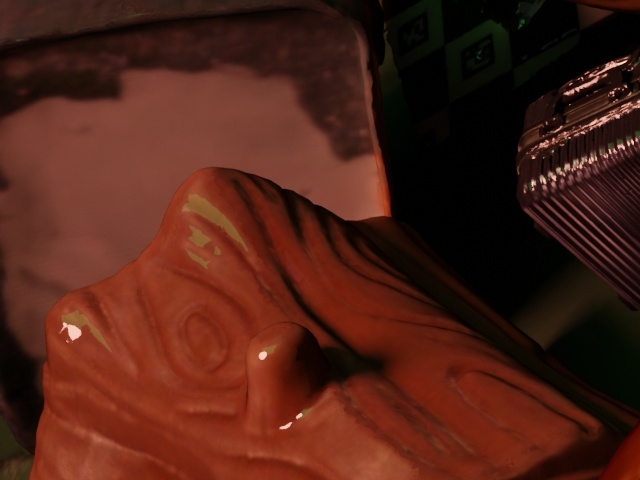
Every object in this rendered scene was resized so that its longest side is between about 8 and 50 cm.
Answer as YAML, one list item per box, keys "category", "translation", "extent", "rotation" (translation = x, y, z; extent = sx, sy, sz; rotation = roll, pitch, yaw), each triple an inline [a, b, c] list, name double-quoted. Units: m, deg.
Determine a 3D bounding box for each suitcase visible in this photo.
- category: "suitcase"
  translation: [0.138, -0.016, 0.717]
  extent: [0.086, 0.126, 0.059]
  rotation: [-26, 39, 37]

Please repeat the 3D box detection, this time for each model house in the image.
- category: "model house"
  translation: [-0.061, -0.080, 0.886]
  extent: [0.190, 0.271, 0.301]
  rotation: [-4, 44, 4]

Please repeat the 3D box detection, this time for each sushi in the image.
- category: "sushi"
  translation: [0.113, -0.156, 0.970]
  extent: [0.192, 0.040, 0.210]
  rotation: [-35, 43, 26]

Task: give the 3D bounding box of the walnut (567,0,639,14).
- category: "walnut"
  translation: [0.146, -0.184, 0.774]
  extent: [0.298, 0.203, 0.203]
  rotation: [-10, 50, 26]

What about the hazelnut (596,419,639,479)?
- category: "hazelnut"
  translation: [0.148, 0.115, 0.494]
  extent: [0.208, 0.208, 0.208]
  rotation: [-34, 36, 29]

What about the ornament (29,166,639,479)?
- category: "ornament"
  translation: [0.032, 0.108, 0.688]
  extent: [0.217, 0.221, 0.235]
  rotation: [35, 129, 55]
